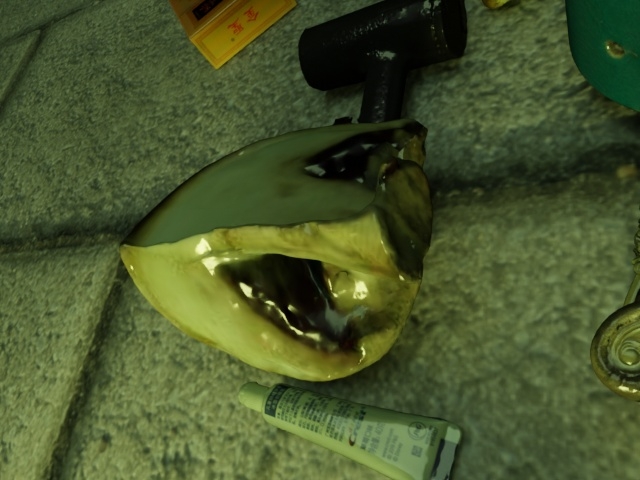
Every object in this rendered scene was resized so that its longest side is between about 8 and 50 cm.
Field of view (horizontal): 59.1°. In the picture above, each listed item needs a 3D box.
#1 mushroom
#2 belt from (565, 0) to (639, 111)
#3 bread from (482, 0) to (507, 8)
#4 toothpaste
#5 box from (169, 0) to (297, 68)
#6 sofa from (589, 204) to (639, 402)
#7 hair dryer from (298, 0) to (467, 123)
[{"bbox_3d":[-0.001,-0.003,0.549,0.292,0.211,0.217,-17,22,37],"label":"mushroom"},{"bbox_3d":[0.393,-0.298,0.466,0.436,0.173,0.300,-50,50,-5],"label":"belt"},{"bbox_3d":[0.198,-0.348,0.649,0.069,0.128,0.140,-19,53,16],"label":"bread"},{"bbox_3d":[0.015,0.164,0.501,0.216,0.037,0.061,8,66,31],"label":"toothpaste"},{"bbox_3d":[-0.169,-0.432,0.972,0.174,0.076,0.274,-37,49,9],"label":"box"},{"bbox_3d":[0.258,-0.013,0.317,0.182,0.200,0.258,32,98,38],"label":"sofa"},{"bbox_3d":[0.063,-0.170,0.659,0.197,0.089,0.251,-5,65,30],"label":"hair dryer"}]
